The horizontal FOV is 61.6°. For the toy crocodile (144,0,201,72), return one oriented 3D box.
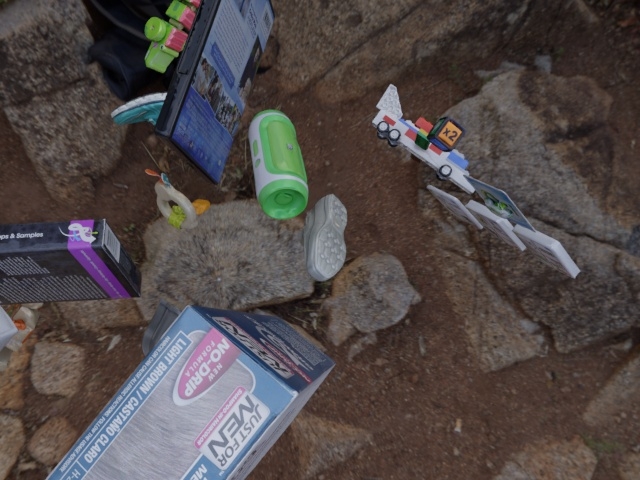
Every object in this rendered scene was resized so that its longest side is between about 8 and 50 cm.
[{"bbox_3d":[-0.405,-0.646,1.562,0.105,0.115,0.340,38,101,26],"label":"toy crocodile"}]

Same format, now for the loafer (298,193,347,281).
[{"bbox_3d":[0.000,0.000,1.373,0.111,0.319,0.112,-32,113,26],"label":"loafer"}]

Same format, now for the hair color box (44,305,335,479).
[{"bbox_3d":[-0.088,0.165,0.527,0.105,0.347,0.174,38,86,10],"label":"hair color box"}]

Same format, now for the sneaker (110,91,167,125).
[{"bbox_3d":[-0.338,-0.288,1.244,0.275,0.107,0.109,-8,100,-18],"label":"sneaker"}]

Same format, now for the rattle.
[{"bbox_3d":[-0.376,-0.138,1.457,0.143,0.130,0.199,-37,124,-26],"label":"rattle"}]

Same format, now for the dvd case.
[{"bbox_3d":[-0.114,-0.207,0.632,0.022,0.180,0.253,16,82,8],"label":"dvd case"}]

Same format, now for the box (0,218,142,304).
[{"bbox_3d":[-0.249,0.022,0.459,0.162,0.116,0.029,-4,65,-5],"label":"box"}]

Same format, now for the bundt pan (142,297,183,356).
[{"bbox_3d":[-0.236,0.260,1.138,0.331,0.331,0.124,35,76,-7],"label":"bundt pan"}]

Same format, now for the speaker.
[{"bbox_3d":[-0.108,-0.195,1.342,0.131,0.131,0.296,-4,50,-11],"label":"speaker"}]

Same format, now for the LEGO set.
[{"bbox_3d":[0.154,-0.065,0.541,0.244,0.182,0.060,34,92,-41],"label":"LEGO set"}]

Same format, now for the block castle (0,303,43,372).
[{"bbox_3d":[-0.916,0.175,1.389,0.303,0.213,0.453,36,104,-27],"label":"block castle"}]

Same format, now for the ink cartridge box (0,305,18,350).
[{"bbox_3d":[-0.530,0.167,0.559,0.309,0.272,0.130,-40,84,28],"label":"ink cartridge box"}]
